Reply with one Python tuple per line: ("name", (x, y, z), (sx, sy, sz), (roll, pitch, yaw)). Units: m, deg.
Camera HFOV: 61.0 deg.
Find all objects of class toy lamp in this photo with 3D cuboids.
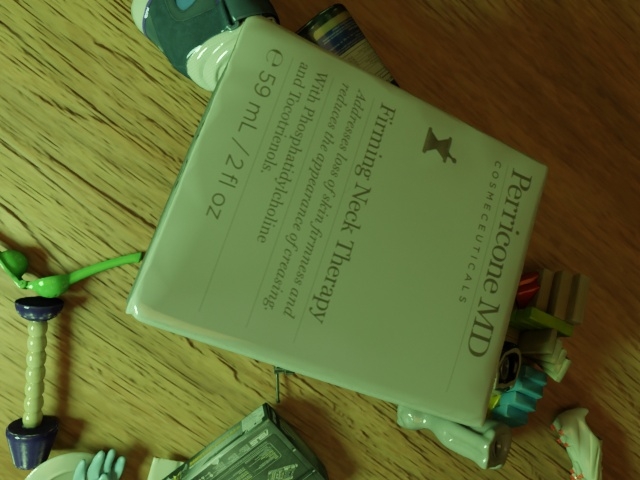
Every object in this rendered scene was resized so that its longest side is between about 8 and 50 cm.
("toy lamp", (-0.458, 0.230, 0.874), (0.080, 0.080, 0.274), (8, 96, -8))

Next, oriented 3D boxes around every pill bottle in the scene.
("pill bottle", (0.046, -0.235, 0.835), (0.123, 0.123, 0.219), (-37, 101, 0))

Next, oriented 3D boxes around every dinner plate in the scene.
("dinner plate", (-0.422, 0.415, 0.905), (0.141, 0.017, 0.141), (-14, 120, -25))

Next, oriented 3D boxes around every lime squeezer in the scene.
("lime squeezer", (-0.452, 0.026, 0.852), (0.311, 0.059, 0.109), (18, 97, -8))

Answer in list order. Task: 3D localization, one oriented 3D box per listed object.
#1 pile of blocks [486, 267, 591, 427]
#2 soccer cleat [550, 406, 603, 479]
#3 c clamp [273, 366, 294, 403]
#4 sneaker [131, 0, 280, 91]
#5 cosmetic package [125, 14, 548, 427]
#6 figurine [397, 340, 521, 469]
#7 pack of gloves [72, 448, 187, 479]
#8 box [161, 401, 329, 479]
("pile of blocks", (0.317, 0.200, 0.921), (0.113, 0.149, 0.362), (23, 96, -10))
("soccer cleat", (0.502, 0.406, 1.018), (0.076, 0.068, 0.196), (-25, 98, -5))
("c clamp", (-0.007, 0.204, 0.951), (0.161, 0.022, 0.137), (-8, 95, -4))
("sneaker", (-0.097, -0.362, 0.767), (0.236, 0.130, 0.322), (40, 102, 9))
("cosmetic package", (0.000, 0.000, 0.707), (0.394, 0.327, 0.329), (22, 78, -17))
("figurine", (0.210, 0.250, 0.907), (0.092, 0.210, 0.214), (-6, 102, -45))
("pack of gloves", (-0.347, 0.467, 0.935), (0.195, 0.046, 0.232), (22, 88, -23))
("box", (-0.128, 0.418, 0.938), (0.231, 0.056, 0.183), (-37, 110, 0))
